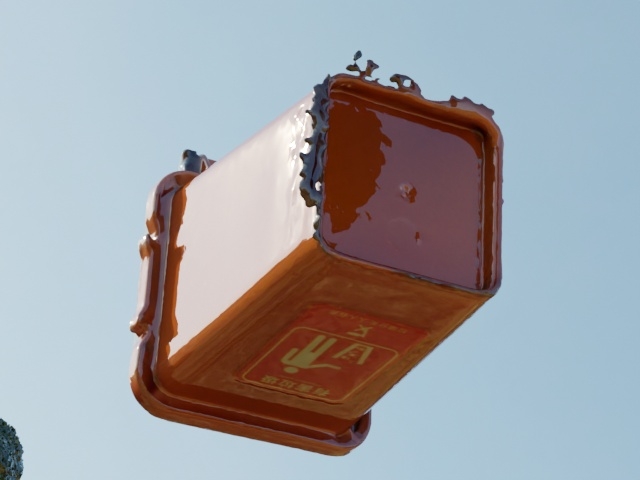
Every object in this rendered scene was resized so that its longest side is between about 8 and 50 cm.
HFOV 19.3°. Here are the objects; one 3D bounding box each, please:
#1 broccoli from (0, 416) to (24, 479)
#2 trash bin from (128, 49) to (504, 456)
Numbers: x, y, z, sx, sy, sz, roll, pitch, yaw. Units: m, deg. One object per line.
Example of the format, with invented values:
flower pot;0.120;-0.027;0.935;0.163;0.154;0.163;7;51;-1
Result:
broccoli;-0.252;0.165;1.191;0.138;0.146;0.162;24;-35;33
trash bin;0.000;0.000;1.082;0.161;0.184;0.239;15;-30;-22
